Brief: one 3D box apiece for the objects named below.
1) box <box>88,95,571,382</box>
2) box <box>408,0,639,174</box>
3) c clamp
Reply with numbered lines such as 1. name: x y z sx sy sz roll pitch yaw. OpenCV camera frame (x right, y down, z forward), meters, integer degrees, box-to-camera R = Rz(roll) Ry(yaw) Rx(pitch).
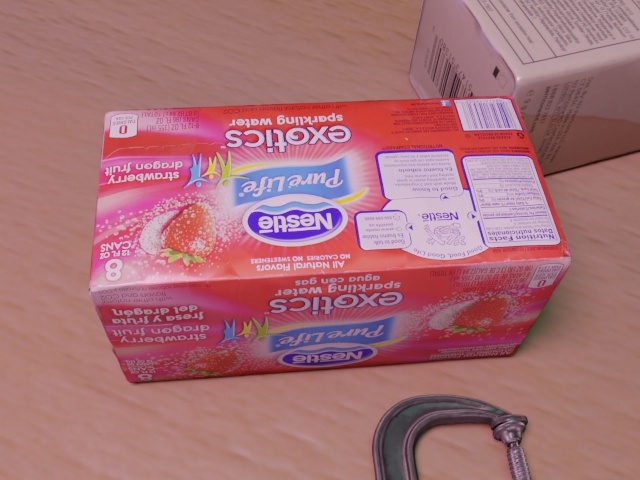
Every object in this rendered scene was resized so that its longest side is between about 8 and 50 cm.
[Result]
1. box: 0.000 0.000 0.445 0.257 0.122 0.128 -4 55 -6
2. box: 0.245 -0.160 0.574 0.311 0.121 0.148 -13 57 -13
3. c clamp: 0.100 0.159 0.406 0.137 0.022 0.160 -10 58 -4
